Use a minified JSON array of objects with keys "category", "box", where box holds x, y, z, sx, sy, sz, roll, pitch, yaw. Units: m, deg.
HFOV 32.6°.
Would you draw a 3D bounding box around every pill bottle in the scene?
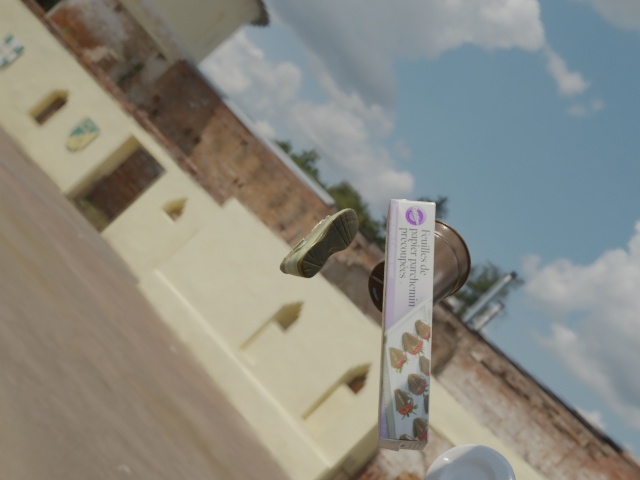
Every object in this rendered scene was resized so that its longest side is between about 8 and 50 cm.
[{"category":"pill bottle","box":[0.211,0.375,1.448,0.119,0.119,0.209,41,-22,44]}]

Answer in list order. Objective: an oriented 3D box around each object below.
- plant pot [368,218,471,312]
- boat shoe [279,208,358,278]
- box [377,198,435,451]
[{"category":"plant pot","box":[0.175,0.062,2.022,0.167,0.167,0.165,46,32,1]},{"category":"boat shoe","box":[0.000,0.002,1.597,0.048,0.153,0.056,3,-52,40]},{"category":"box","box":[0.112,0.108,1.423,0.063,0.324,0.067,4,-20,0]}]
